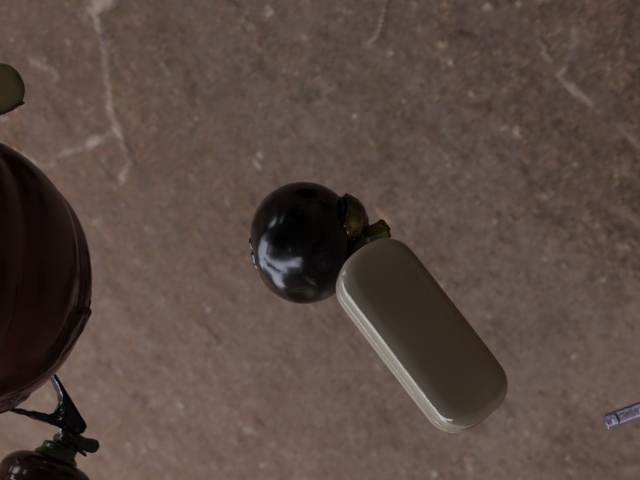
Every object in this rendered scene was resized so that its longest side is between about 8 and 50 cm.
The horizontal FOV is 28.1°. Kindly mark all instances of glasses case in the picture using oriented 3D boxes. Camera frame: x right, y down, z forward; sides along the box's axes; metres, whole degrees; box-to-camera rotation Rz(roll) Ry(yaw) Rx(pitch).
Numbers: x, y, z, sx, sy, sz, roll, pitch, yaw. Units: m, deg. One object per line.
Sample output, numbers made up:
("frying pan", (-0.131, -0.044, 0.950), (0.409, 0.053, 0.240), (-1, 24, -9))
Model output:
("glasses case", (0.094, 0.089, 1.200), (0.196, 0.083, 0.050), (54, 161, 10))

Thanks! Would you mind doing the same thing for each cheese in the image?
("cheese", (-0.435, -0.111, 1.350), (0.255, 0.127, 0.050), (-21, 106, 22))

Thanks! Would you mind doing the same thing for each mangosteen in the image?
("mangosteen", (0.000, 0.000, 1.361), (0.137, 0.151, 0.137), (-6, -90, -90))

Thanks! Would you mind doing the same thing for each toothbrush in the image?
("toothbrush", (0.525, 0.179, 1.651), (0.354, 0.029, 0.024), (-26, 76, 29))

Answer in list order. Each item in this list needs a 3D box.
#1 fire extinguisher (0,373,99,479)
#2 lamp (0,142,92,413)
("fire extinguisher", (-0.310, 0.290, 1.253), (0.138, 0.344, 0.102), (26, 164, -21))
("lamp", (-0.320, 0.030, 0.928), (0.303, 0.303, 0.257), (149, 119, -61))
